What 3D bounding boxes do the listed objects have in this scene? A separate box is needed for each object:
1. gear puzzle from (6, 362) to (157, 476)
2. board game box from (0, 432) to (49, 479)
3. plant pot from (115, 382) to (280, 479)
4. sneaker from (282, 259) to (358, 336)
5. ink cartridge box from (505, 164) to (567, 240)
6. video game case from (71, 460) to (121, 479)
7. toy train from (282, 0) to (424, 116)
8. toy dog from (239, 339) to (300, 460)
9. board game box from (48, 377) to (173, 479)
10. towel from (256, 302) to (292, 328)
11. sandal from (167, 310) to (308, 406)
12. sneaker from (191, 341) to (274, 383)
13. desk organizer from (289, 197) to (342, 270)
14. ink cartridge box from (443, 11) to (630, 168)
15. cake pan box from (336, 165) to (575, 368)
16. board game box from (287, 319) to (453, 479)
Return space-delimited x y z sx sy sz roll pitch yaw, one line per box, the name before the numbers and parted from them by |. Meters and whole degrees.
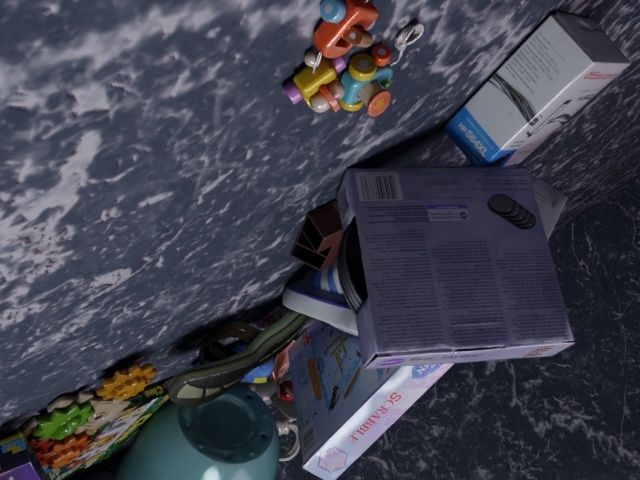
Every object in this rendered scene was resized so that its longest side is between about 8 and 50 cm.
gear puzzle | -0.361 0.283 1.028 0.339 0.044 0.175 -38 157 9
board game box | -0.440 0.332 0.939 0.141 0.048 0.170 -18 147 -19
plant pot | -0.206 0.398 1.312 0.293 0.293 0.235 -18 145 -46
sneaker | 0.080 0.026 1.087 0.322 0.130 0.236 7 -106 59
ink cartridge box | 0.301 0.007 1.312 0.272 0.130 0.309 -55 177 -31
video game case | -0.377 0.543 1.431 0.244 0.269 0.061 9 96 -67
toy train | 0.038 -0.153 0.617 0.125 0.046 0.166 -43 162 27
toy dog | -0.014 0.317 1.547 0.333 0.220 0.161 -24 159 -10
board game box | -0.364 0.331 1.233 0.259 0.030 0.136 -45 164 31
towel | -0.020 0.113 1.306 0.197 0.029 0.144 -36 164 1
sandal | -0.138 0.175 1.148 0.302 0.086 0.120 -27 163 -52
sneaker | -0.155 0.216 1.293 0.209 0.069 0.082 13 97 -59
desk organizer | 0.000 0.000 0.987 0.050 0.047 0.130 -25 162 -24
ink cartridge box | 0.285 -0.192 0.942 0.148 0.086 0.203 -16 157 -49
cake pan box | 0.156 0.028 0.879 0.266 0.246 0.070 -3 153 -14
board game box | 0.078 0.177 1.177 0.318 0.066 0.319 -48 -158 15
